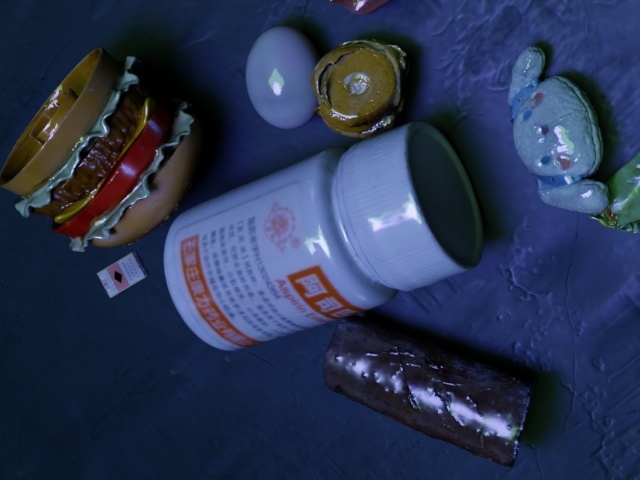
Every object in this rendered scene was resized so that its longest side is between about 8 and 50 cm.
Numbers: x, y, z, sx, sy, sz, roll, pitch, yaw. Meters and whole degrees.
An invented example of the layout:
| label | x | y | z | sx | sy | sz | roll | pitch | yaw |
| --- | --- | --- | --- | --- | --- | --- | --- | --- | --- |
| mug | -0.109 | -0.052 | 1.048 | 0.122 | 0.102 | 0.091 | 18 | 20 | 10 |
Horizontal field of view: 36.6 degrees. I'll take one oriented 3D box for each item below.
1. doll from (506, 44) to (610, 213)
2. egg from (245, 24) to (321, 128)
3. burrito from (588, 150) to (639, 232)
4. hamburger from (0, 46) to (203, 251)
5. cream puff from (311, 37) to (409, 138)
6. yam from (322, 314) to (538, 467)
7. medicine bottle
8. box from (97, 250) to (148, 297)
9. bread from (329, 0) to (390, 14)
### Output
| label | x | y | z | sx | sy | sz | roll | pitch | yaw |
| --- | --- | --- | --- | --- | --- | --- | --- | --- | --- |
| doll | 0.276 | -0.125 | 1.133 | 0.103 | 0.072 | 0.214 | -30 | 77 | 46 |
| egg | -0.046 | -0.212 | 1.260 | 0.103 | 0.103 | 0.135 | -3 | 100 | 28 |
| burrito | 0.428 | -0.096 | 1.079 | 0.104 | 0.054 | 0.288 | 49 | 118 | 5 |
| hamburger | -0.284 | -0.111 | 1.326 | 0.212 | 0.274 | 0.274 | 36 | 123 | -25 |
| cream puff | 0.052 | -0.193 | 1.214 | 0.119 | 0.104 | 0.133 | 31 | 83 | 8 |
| yam | 0.145 | 0.193 | 1.262 | 0.280 | 0.131 | 0.131 | 19 | 111 | 24 |
| medicine bottle | 0.000 | 0.000 | 1.232 | 0.372 | 0.211 | 0.211 | -20 | 94 | 29 |
| box | -0.312 | 0.054 | 1.520 | 0.083 | 0.012 | 0.046 | -29 | 90 | 30 |
| bread | 0.054 | -0.338 | 1.195 | 0.192 | 0.067 | 0.119 | -28 | 82 | 29 |
